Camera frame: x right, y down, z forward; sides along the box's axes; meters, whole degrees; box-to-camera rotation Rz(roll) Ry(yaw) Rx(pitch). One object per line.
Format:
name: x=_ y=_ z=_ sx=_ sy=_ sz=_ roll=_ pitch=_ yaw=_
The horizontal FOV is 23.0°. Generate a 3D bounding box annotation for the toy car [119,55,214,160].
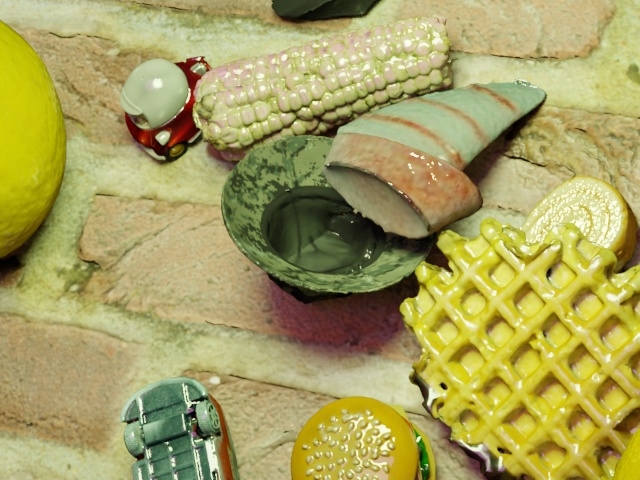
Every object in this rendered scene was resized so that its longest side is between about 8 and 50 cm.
toy car: x=-0.198 y=-0.186 z=2.006 sx=0.139 sy=0.112 sz=0.112 roll=-40 pitch=60 yaw=3

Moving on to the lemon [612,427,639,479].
lemon: x=0.378 y=0.261 z=1.553 sx=0.187 sy=0.187 sz=0.244 roll=7 pitch=79 yaw=24

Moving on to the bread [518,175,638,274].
bread: x=0.285 y=0.002 z=1.764 sx=0.149 sy=0.073 sz=0.122 roll=-46 pitch=56 yaw=5

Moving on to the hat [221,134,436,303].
hat: x=0.000 y=0.000 z=1.836 sx=0.266 sy=0.128 sz=0.265 roll=8 pitch=49 yaw=-10

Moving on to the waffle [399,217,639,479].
waffle: x=0.224 y=0.129 z=1.696 sx=0.312 sy=0.060 sz=0.307 roll=14 pitch=94 yaw=27

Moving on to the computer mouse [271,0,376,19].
computer mouse: x=0.009 y=-0.333 z=2.016 sx=0.172 sy=0.057 sz=0.099 roll=-11 pitch=64 yaw=20

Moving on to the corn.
corn: x=0.004 y=-0.196 z=1.930 sx=0.335 sy=0.126 sz=0.126 roll=-18 pitch=63 yaw=11

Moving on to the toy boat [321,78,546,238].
toy boat: x=0.143 y=-0.123 z=1.825 sx=0.206 sy=0.096 sz=0.282 roll=29 pitch=55 yaw=31

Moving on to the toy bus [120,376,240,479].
toy bus: x=-0.146 y=0.293 z=1.782 sx=0.121 sy=0.120 sz=0.265 roll=-19 pitch=64 yaw=13

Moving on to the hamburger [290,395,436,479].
hamburger: x=0.048 y=0.251 z=1.726 sx=0.162 sy=0.115 sz=0.162 roll=-8 pitch=66 yaw=17

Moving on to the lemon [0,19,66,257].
lemon: x=-0.481 y=-0.129 z=1.974 sx=0.348 sy=0.348 sz=0.348 roll=-8 pitch=66 yaw=18
